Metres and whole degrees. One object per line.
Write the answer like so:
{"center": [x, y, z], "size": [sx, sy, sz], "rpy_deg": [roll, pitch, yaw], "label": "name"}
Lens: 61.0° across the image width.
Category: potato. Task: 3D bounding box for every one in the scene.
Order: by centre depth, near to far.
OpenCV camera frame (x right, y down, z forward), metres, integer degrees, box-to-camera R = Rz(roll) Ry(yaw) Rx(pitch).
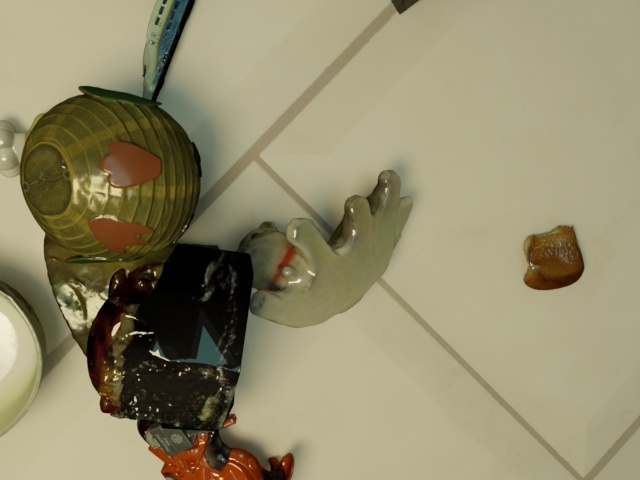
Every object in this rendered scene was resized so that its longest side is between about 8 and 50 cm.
{"center": [-0.286, 0.066, 0.898], "size": [0.255, 0.112, 0.270], "rpy_deg": [-21, 102, -9], "label": "potato"}

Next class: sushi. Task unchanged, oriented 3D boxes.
{"center": [-0.213, 0.144, 0.754], "size": [0.212, 0.227, 0.216], "rpy_deg": [7, 67, -14], "label": "sushi"}

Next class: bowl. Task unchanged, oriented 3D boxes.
{"center": [-0.556, 0.171, 0.837], "size": [0.276, 0.145, 0.278], "rpy_deg": [-1, 95, -12], "label": "bowl"}

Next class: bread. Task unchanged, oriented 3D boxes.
{"center": [0.466, 0.039, 1.079], "size": [0.128, 0.044, 0.126], "rpy_deg": [-13, 98, -6], "label": "bread"}

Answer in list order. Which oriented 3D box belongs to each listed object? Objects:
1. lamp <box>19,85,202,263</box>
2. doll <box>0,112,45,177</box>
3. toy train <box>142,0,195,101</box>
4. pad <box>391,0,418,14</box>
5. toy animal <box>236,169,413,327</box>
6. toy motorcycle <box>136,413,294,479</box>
{"center": [-0.285, -0.090, 0.800], "size": [0.250, 0.284, 0.251], "rpy_deg": [3, 98, 22], "label": "lamp"}
{"center": [-0.443, -0.150, 0.862], "size": [0.162, 0.062, 0.106], "rpy_deg": [-6, 99, -12], "label": "doll"}
{"center": [-0.257, -0.329, 0.883], "size": [0.051, 0.052, 0.234], "rpy_deg": [22, 93, -10], "label": "toy train"}
{"center": [0.193, -0.554, 0.823], "size": [0.248, 0.367, 0.007], "rpy_deg": [55, 46, -13], "label": "pad"}
{"center": [0.000, 0.000, 0.939], "size": [0.266, 0.188, 0.308], "rpy_deg": [27, 83, -36], "label": "toy animal"}
{"center": [-0.170, 0.386, 0.947], "size": [0.221, 0.148, 0.326], "rpy_deg": [-24, 108, 15], "label": "toy motorcycle"}
